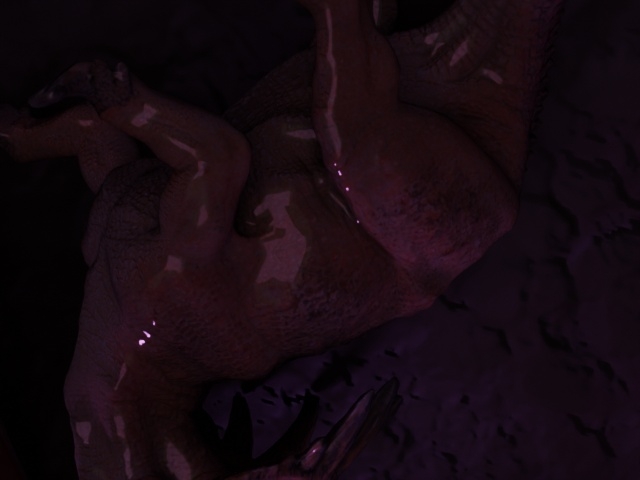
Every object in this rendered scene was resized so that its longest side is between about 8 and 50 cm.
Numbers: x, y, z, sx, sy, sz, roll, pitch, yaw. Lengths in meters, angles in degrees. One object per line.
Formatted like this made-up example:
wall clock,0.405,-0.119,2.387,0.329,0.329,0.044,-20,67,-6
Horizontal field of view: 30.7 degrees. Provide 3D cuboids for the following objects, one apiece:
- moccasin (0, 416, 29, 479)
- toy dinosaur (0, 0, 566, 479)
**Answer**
moccasin,-0.180,0.110,0.439,0.139,0.147,0.380,-5,106,9
toy dinosaur,0.000,0.000,0.401,0.296,0.127,0.200,-36,107,4
